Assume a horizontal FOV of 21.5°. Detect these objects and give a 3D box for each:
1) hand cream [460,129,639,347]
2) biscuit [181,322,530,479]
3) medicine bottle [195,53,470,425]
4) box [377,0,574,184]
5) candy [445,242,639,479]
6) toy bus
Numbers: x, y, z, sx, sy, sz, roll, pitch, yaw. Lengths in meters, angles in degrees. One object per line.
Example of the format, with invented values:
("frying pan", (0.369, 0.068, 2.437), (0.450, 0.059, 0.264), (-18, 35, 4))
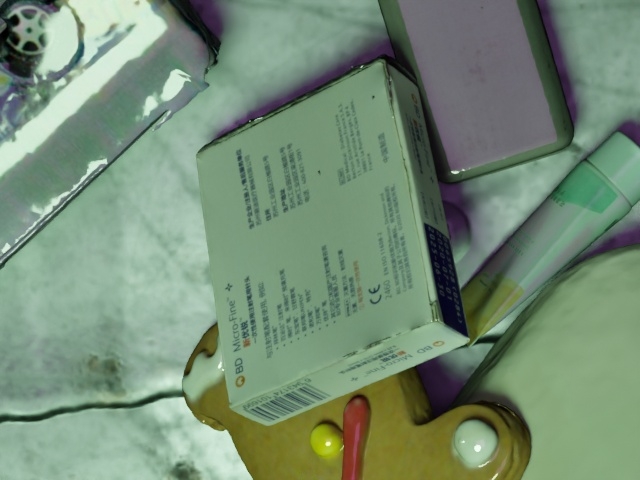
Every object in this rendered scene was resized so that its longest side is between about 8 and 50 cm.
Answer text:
("hand cream", (0.154, 0.001, 1.147), (0.174, 0.076, 0.047), (-44, 108, 4))
("biscuit", (0.031, 0.160, 1.089), (0.216, 0.047, 0.339), (-37, 59, 22))
("medicine bottle", (0.000, 0.000, 1.103), (0.171, 0.052, 0.201), (-26, 58, 27))
("box", (0.092, -0.165, 1.150), (0.103, 0.055, 0.243), (-17, 90, 8))
("candy", (0.232, 0.210, 1.095), (0.386, 0.186, 0.427), (5, 88, 10))
("toy bus", (-0.218, -0.070, 1.173), (0.317, 0.112, 0.138), (-43, 98, 8))
